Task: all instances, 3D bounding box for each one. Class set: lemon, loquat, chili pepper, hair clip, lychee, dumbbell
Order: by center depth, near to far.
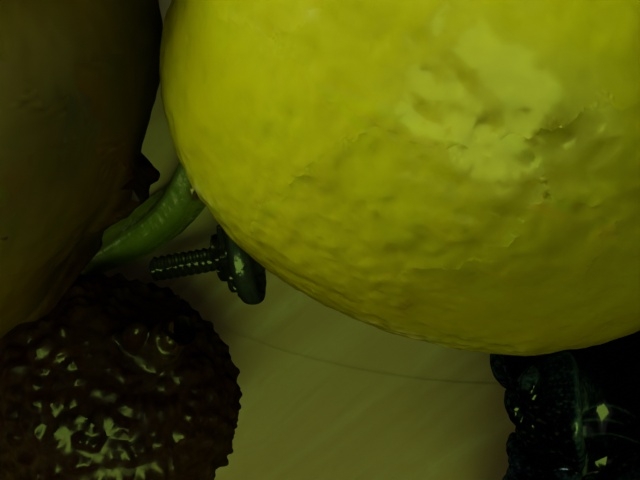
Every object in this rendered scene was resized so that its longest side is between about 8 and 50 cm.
[{"bbox_3d":[0.082,-0.101,0.581,0.348,0.348,0.348,0,118,0],"label":"lemon"},{"bbox_3d":[-0.258,-0.102,0.616,0.359,0.328,0.328,27,115,-6],"label":"loquat"},{"bbox_3d":[-0.155,0.112,0.804,0.200,0.200,0.238,32,132,-15],"label":"lychee"},{"bbox_3d":[0.000,0.000,0.804,0.254,0.081,0.081,-10,117,6],"label":"dumbbell"},{"bbox_3d":[-0.120,-0.023,0.815,0.049,0.043,0.208,31,115,-29],"label":"chili pepper"},{"bbox_3d":[0.195,0.162,0.815,0.195,0.206,0.310,-7,116,0],"label":"hair clip"}]
